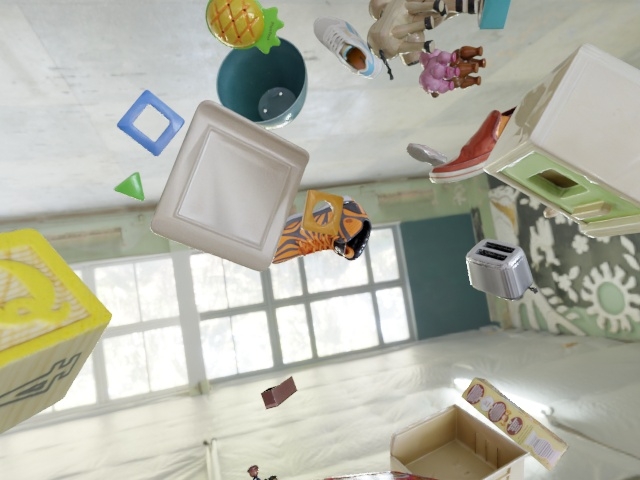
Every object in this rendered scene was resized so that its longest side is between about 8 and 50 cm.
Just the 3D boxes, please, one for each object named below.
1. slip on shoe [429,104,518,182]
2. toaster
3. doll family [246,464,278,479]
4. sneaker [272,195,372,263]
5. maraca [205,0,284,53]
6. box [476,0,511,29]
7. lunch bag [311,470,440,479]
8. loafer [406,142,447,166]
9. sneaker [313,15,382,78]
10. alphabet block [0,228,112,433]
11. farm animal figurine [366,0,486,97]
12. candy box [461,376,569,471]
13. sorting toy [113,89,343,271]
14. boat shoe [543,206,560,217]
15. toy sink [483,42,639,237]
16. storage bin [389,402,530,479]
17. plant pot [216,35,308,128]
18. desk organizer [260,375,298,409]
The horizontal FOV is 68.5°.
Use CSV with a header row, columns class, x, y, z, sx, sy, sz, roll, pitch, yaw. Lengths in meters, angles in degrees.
class,x,y,z,sx,sy,sz,roll,pitch,yaw
slip on shoe,0.374,-0.225,1.013,0.331,0.101,0.123,-31,-168,4
toaster,0.573,0.091,1.504,0.129,0.147,0.226,-38,-150,-19
doll family,-0.111,0.560,1.030,0.075,0.112,0.193,-12,138,-12
sneaker,0.000,0.000,1.330,0.320,0.180,0.125,-31,136,-6
maraca,-0.180,-0.517,1.115,0.185,0.127,0.099,15,-150,-7
box,0.396,-0.604,1.036,0.060,0.101,0.244,2,148,8
lunch bag,0.115,0.591,1.049,0.292,0.120,0.258,11,159,-31
loafer,0.299,-0.243,1.319,0.125,0.039,0.045,24,146,-8
sneaker,0.066,-0.527,1.263,0.087,0.228,0.092,-53,168,27
alphabet block,-0.434,0.128,0.612,0.197,0.192,0.193,-52,170,25
farm animal figurine,0.185,-0.419,0.872,0.172,0.328,0.330,7,-176,33
candy box,0.619,0.576,1.503,0.316,0.088,0.183,38,-176,34
sorting toy,-0.125,-0.072,0.680,0.347,0.196,0.047,24,175,-27
boat shoe,0.730,-0.135,1.409,0.170,0.059,0.063,-39,-165,-8
toy sink,0.339,-0.088,0.549,0.234,0.131,0.153,30,178,2
storage bin,0.359,0.594,1.257,0.260,0.123,0.262,-12,-163,-27
plant pot,-0.166,-0.478,1.526,0.289,0.291,0.195,-9,168,9
desk organizer,-0.123,0.455,1.412,0.047,0.050,0.130,-23,175,25
